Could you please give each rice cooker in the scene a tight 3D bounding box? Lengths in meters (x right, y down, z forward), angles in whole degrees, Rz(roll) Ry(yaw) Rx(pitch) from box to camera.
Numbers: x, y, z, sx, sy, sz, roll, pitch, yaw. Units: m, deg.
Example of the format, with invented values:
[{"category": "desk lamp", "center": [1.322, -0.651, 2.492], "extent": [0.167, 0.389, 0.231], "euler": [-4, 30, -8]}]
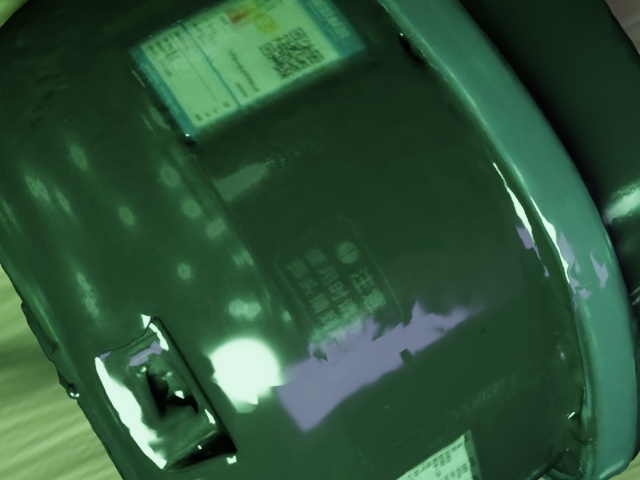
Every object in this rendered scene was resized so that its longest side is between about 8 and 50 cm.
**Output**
[{"category": "rice cooker", "center": [0.000, 0.000, 0.677], "extent": [0.224, 0.267, 0.267], "euler": [-30, 146, -11]}]
